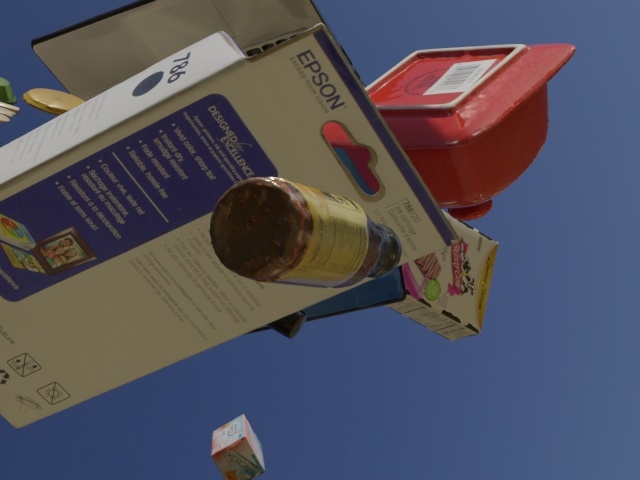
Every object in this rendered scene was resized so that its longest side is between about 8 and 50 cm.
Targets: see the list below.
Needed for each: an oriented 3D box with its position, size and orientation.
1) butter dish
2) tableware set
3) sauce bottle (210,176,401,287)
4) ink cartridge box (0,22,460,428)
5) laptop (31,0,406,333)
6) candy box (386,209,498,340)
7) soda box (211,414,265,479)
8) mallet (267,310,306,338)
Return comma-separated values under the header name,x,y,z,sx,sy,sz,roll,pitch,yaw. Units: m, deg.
name,x,y,z,sx,sy,sz,roll,pitch,yaw
butter dish,0.099,-0.070,0.798,0.160,0.160,0.118,-40,-59,-37
tableware set,-0.170,-0.073,0.714,0.104,0.154,0.024,-91,18,-69
sauce bottle,0.000,0.000,0.454,0.128,0.042,0.042,12,-80,-68
ink cartridge box,-0.100,-0.007,0.648,0.165,0.333,0.065,56,-158,-31
laptop,-0.134,-0.095,1.394,0.408,0.382,0.236,54,-148,-41
candy box,0.146,0.028,1.587,0.233,0.071,0.159,29,-118,-27
soda box,-0.123,0.313,1.606,0.058,0.183,0.063,-29,-87,-3
mallet,-0.010,0.031,1.261,0.189,0.062,0.039,-56,-14,20
